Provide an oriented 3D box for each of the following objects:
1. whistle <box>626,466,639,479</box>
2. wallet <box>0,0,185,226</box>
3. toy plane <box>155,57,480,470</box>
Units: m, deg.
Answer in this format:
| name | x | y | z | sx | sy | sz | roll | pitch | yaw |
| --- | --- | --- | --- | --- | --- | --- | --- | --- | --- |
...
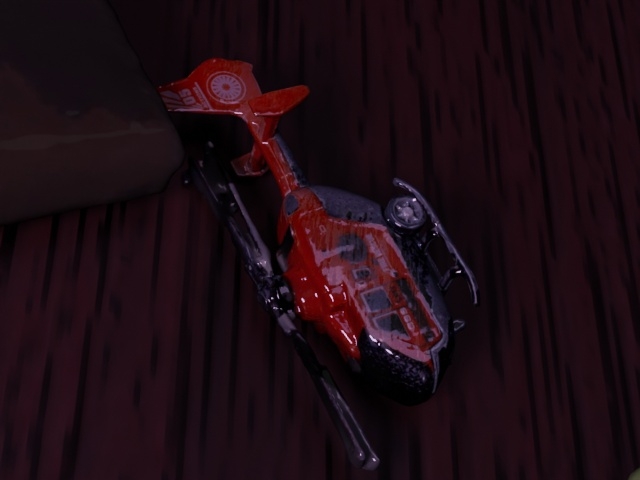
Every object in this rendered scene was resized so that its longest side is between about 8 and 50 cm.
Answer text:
| name | x | y | z | sx | sy | sz | roll | pitch | yaw |
| --- | --- | --- | --- | --- | --- | --- | --- | --- | --- |
| whistle | 0.166 | 0.126 | 0.386 | 0.227 | 0.085 | 0.105 | 19 | 48 | -6 |
| wallet | -0.203 | -0.049 | 0.403 | 0.309 | 0.042 | 0.165 | -16 | 62 | -31 |
| toy plane | 0.000 | 0.000 | 0.454 | 0.060 | 0.037 | 0.145 | -21 | 67 | -23 |
